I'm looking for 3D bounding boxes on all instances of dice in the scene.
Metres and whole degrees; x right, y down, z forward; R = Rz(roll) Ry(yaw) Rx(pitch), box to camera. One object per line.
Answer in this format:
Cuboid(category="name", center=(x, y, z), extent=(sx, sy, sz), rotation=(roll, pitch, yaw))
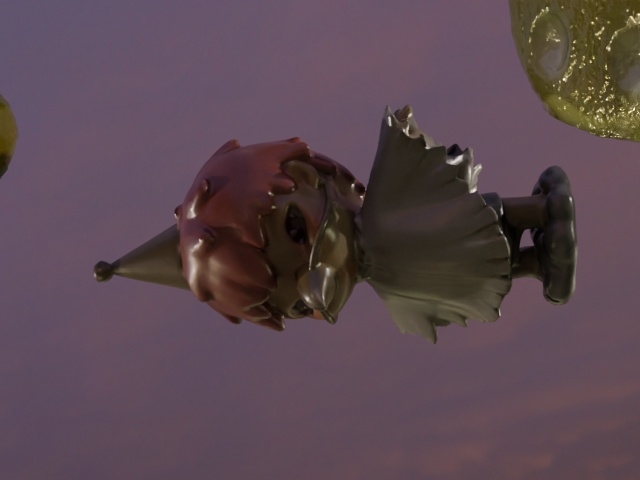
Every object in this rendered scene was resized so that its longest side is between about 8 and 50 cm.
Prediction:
Cuboid(category="dice", center=(0.223, -0.158, 0.612), extent=(0.169, 0.166, 0.169), rotation=(-13, -67, -23))

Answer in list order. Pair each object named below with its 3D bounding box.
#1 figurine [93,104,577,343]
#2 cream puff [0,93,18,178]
Cuboid(category="figurine", center=(0.000, 0.000, 0.811), extent=(0.386, 0.166, 0.207), rotation=(-1, -52, 6))
Cuboid(category="cream puff", center=(-0.388, -0.095, 0.665), extent=(0.378, 0.276, 0.378), rotation=(24, 0, 0))
